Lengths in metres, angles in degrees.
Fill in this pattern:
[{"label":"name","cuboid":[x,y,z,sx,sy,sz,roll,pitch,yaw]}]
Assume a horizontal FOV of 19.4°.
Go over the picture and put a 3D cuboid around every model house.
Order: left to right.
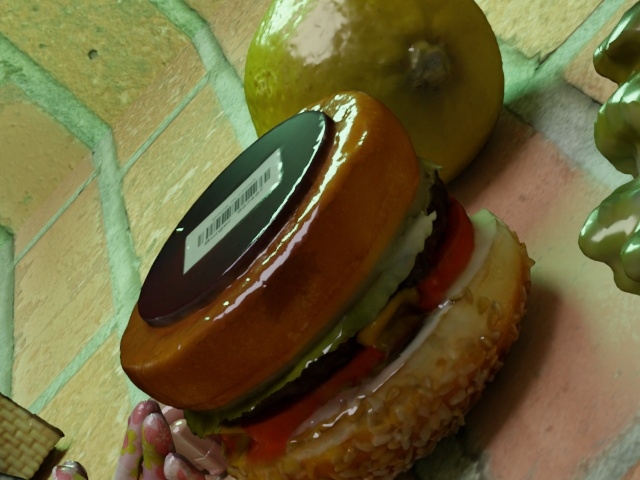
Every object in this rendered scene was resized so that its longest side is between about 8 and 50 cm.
[{"label":"model house","cuboid":[-0.454,0.288,2.401,0.172,0.166,0.183,-60,8,-23]}]

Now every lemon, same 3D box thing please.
[{"label":"lemon","cuboid":[0.053,-0.164,1.921,0.293,0.293,0.293,-43,18,18]}]

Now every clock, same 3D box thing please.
[{"label":"clock","cuboid":[-0.120,0.162,1.949,0.162,0.093,0.166,-55,17,-28]}]

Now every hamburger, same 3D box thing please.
[{"label":"hamburger","cuboid":[0.007,0.060,1.576,0.330,0.250,0.330,-43,19,19]}]

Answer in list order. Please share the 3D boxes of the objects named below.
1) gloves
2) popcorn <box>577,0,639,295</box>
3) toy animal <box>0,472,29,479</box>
[{"label":"gloves","cuboid":[-0.147,0.260,1.596,0.145,0.126,0.241,-2,73,25]},{"label":"popcorn","cuboid":[0.285,-0.042,1.031,0.312,0.312,0.312,-43,18,18]},{"label":"toy animal","cuboid":[-0.325,0.382,1.706,0.251,0.251,0.310,-81,14,-60]}]
